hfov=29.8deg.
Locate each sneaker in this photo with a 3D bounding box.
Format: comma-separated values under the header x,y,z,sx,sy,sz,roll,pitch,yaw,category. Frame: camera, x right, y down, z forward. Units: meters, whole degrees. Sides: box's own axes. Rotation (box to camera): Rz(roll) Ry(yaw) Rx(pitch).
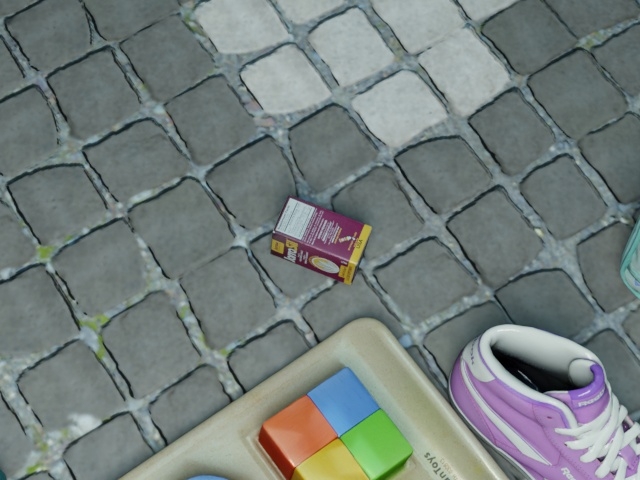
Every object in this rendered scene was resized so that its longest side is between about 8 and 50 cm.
x,y,z,sx,sy,sz,roll,pitch,yaw,category
0.234,0.174,1.001,0.282,0.161,0.102,33,67,8,sneaker

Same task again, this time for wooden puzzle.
x,y,z,sx,sy,sz,roll,pitch,yaw,category
0.002,0.267,0.984,0.348,0.080,0.322,-34,74,-17,wooden puzzle

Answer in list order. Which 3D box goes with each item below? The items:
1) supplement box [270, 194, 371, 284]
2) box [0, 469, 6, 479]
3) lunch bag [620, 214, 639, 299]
x,y,z,sx,sy,sz,roll,pitch,yaw,category
0.000,0.000,1.111,0.083,0.055,0.043,21,67,5,supplement box
-0.282,0.308,0.954,0.100,0.060,0.244,-14,68,-10,box
0.411,0.030,1.047,0.279,0.224,0.108,29,64,14,lunch bag
